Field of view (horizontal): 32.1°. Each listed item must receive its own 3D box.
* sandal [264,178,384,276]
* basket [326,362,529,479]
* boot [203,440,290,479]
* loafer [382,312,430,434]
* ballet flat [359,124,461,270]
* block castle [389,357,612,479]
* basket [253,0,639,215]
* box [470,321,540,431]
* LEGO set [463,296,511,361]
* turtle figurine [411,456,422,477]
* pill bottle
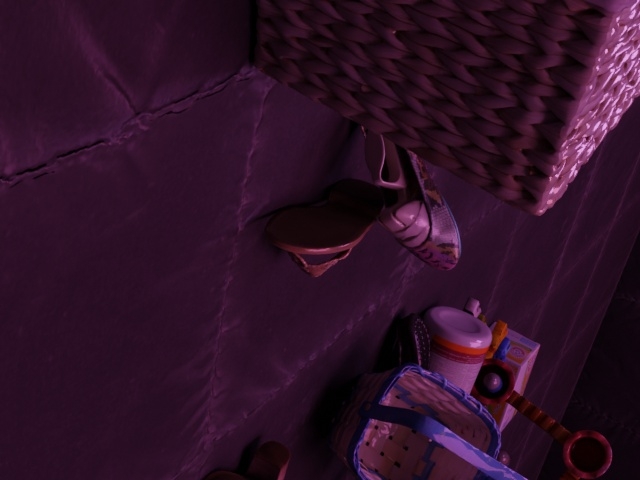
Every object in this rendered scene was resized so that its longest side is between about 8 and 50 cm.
[{"bbox_3d":[0.006,0.003,1.233,0.240,0.088,0.079,-36,148,-60],"label":"sandal"},{"bbox_3d":[0.162,0.302,1.604,0.201,0.255,0.289,-61,-160,-19],"label":"basket"},{"bbox_3d":[-0.111,0.355,1.400,0.197,0.073,0.152,-25,141,-54],"label":"boot"},{"bbox_3d":[0.131,0.218,1.773,0.080,0.078,0.220,-54,144,-62],"label":"loafer"},{"bbox_3d":[0.089,-0.063,1.244,0.079,0.077,0.221,-23,95,-49],"label":"ballet flat"},{"bbox_3d":[0.281,0.464,2.020,0.453,0.303,0.213,-51,163,-2],"label":"block castle"},{"bbox_3d":[0.158,-0.253,0.952,0.328,0.331,0.266,-45,154,-37],"label":"basket"},{"bbox_3d":[0.371,0.293,2.347,0.103,0.114,0.203,-36,145,-49],"label":"box"},{"bbox_3d":[0.312,0.205,2.151,0.093,0.087,0.227,-57,156,-14],"label":"LEGO set"},{"bbox_3d":[0.162,0.492,1.795,0.274,0.198,0.266,-46,-171,-7],"label":"turtle figurine"},{"bbox_3d":[0.198,0.232,1.878,0.121,0.121,0.221,-20,133,-60],"label":"pill bottle"}]
